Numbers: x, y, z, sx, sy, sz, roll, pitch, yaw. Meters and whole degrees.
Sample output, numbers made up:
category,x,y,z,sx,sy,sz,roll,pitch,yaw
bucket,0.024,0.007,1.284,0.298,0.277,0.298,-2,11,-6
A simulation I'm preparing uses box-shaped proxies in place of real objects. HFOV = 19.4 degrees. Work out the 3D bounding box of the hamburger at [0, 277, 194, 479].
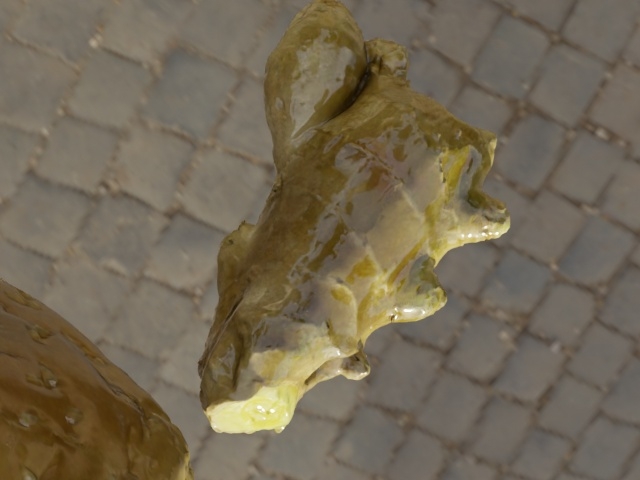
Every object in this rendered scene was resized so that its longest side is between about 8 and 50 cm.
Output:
category,x,y,z,sx,sy,sz,roll,pitch,yaw
hamburger,-0.183,0.077,0.745,0.283,0.259,0.144,28,90,-48

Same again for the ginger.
category,x,y,z,sx,sy,sz,roll,pitch,yaw
ginger,0.014,-0.002,0.852,0.115,0.081,0.205,22,79,-29
